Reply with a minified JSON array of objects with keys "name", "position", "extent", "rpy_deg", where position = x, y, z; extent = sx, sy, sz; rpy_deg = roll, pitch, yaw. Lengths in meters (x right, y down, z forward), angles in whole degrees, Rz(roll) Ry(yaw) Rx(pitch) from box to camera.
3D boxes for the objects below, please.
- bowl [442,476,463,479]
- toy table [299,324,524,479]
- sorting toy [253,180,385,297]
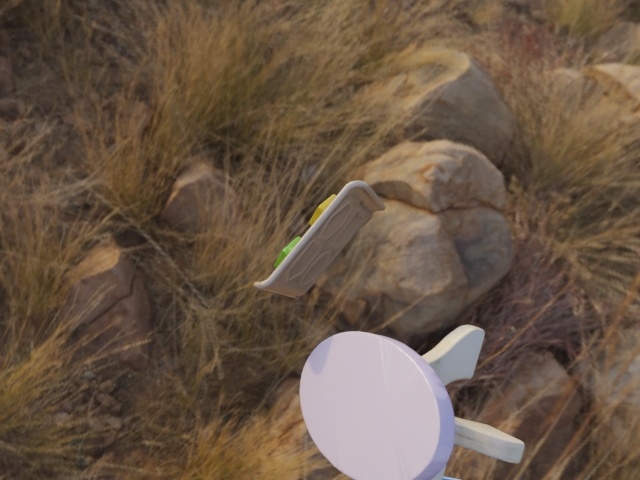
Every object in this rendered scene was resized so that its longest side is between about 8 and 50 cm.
[{"name":"bowl","position":[0.166,0.563,1.189],"extent":[0.077,0.391,0.391],"rpy_deg":[62,34,-43]},{"name":"toy table","position":[0.113,0.218,0.995],"extent":[0.161,0.252,0.274],"rpy_deg":[17,11,-34]},{"name":"sorting toy","position":[0.000,0.000,1.128],"extent":[0.208,0.193,0.038],"rpy_deg":[-46,75,3]}]
